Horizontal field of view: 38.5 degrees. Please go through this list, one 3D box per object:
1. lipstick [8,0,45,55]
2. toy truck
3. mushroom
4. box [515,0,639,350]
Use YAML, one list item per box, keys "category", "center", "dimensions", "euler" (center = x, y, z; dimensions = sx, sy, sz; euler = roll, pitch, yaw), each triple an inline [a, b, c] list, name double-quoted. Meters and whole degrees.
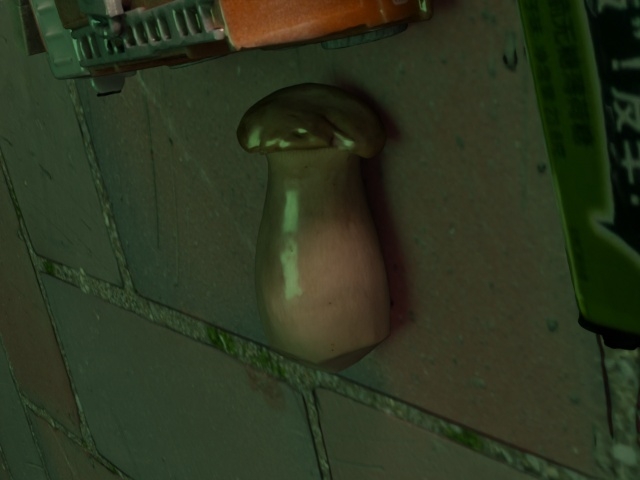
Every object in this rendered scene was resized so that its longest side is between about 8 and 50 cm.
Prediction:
- category: "lipstick"
  center: [-0.310, -0.262, 0.961]
  dimensions: [0.030, 0.030, 0.129]
  euler: [35, 136, 40]
- category: "toy truck"
  center: [-0.087, -0.168, 0.574]
  dimensions: [0.305, 0.162, 0.136]
  euler: [7, 116, 54]
- category: "mushroom"
  center: [-0.001, 0.001, 0.628]
  dimensions: [0.097, 0.088, 0.212]
  euler: [20, 120, 37]
- category: "box"
  center: [0.134, -0.126, 0.347]
  dimensions: [0.134, 0.097, 0.345]
  euler: [12, 120, 62]
